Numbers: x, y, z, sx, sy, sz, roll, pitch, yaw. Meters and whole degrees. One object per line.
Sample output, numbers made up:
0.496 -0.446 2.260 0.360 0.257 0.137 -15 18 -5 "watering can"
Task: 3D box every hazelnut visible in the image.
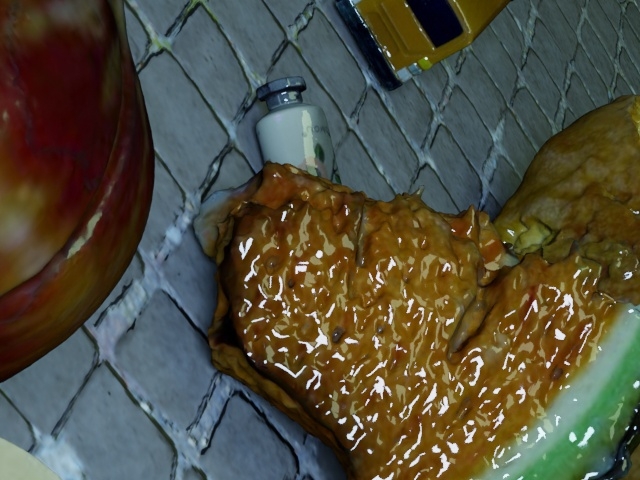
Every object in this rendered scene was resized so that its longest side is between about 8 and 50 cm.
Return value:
-0.170 -0.044 0.588 0.229 0.230 0.229 40 37 -39 "hazelnut"

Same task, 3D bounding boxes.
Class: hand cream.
0.000 0.000 1.030 0.080 0.050 0.233 -2 76 -64 "hand cream"

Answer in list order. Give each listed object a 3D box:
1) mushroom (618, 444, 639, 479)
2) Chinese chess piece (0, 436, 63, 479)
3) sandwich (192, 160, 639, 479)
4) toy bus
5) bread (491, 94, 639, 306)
0.278 0.252 0.990 0.345 0.345 0.239 37 23 -41 "mushroom"
-0.161 0.188 0.542 0.251 0.097 0.250 38 39 -39 "Chinese chess piece"
0.043 0.073 0.914 0.301 0.250 0.162 44 -16 4 "sandwich"
0.103 -0.221 1.300 0.098 0.114 0.201 58 30 -10 "toy bus"
0.253 0.050 1.274 0.194 0.179 0.340 35 37 -46 "bread"
